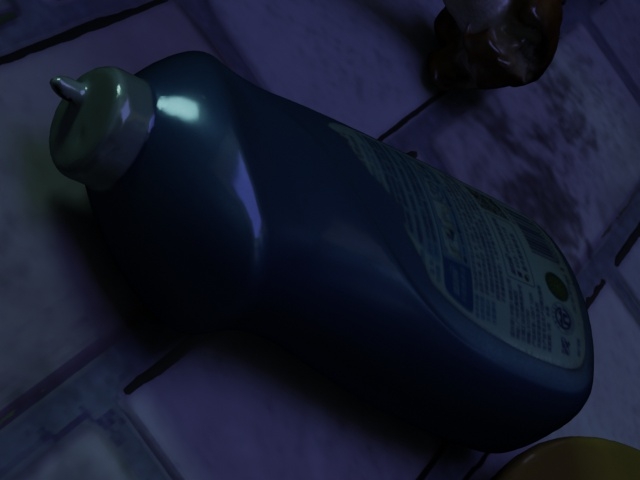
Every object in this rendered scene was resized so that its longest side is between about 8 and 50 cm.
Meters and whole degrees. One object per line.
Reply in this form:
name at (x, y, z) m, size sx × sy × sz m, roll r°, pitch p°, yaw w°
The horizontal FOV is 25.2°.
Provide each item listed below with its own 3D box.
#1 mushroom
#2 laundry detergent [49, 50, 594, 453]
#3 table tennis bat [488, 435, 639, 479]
mushroom at (0.056, -0.129, 0.574) m, size 0.187 × 0.060 × 0.061 m, roll 63°, pitch 28°, yaw -47°
laundry detergent at (0.001, -0.001, 0.454) m, size 0.206 × 0.061 × 0.096 m, roll 26°, pitch 47°, yaw -36°
table tennis bat at (0.164, 0.198, 0.506) m, size 0.321 × 0.050 × 0.198 m, roll 41°, pitch 38°, yaw -16°
